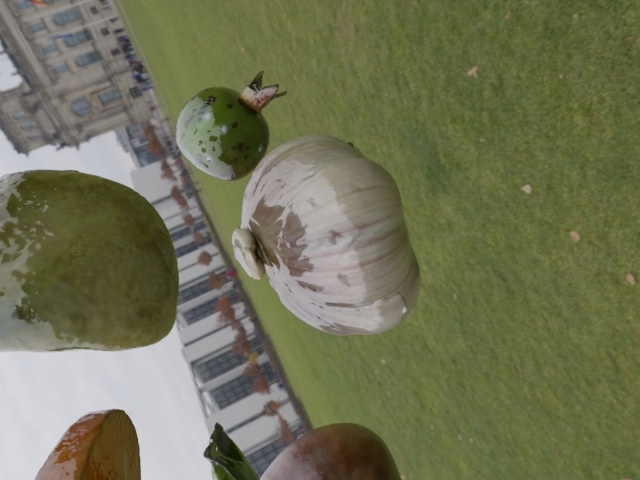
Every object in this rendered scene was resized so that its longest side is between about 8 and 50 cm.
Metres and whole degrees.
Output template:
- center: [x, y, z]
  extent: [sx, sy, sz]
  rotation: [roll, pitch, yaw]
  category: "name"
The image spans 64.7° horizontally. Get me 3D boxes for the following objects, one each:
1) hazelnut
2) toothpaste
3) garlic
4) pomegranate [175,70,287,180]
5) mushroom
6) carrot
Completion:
- center: [0.022, 0.557, 1.038]
  extent: [0.365, 0.366, 0.366]
  rotation: [61, 168, 22]
  category: "hazelnut"
- center: [-0.034, 0.271, 0.419]
  extent: [0.248, 0.047, 0.078]
  rotation: [63, 175, -1]
  category: "toothpaste"
- center: [0.016, -0.003, 0.742]
  extent: [0.322, 0.241, 0.322]
  rotation: [55, -170, -15]
  category: "garlic"
- center: [-0.261, -0.329, 1.424]
  extent: [0.323, 0.291, 0.290]
  rotation: [-54, 53, 35]
  category: "pomegranate"
- center: [-0.344, 0.016, 0.623]
  extent: [0.212, 0.292, 0.217]
  rotation: [-14, -72, -78]
  category: "mushroom"
- center: [-0.317, 0.378, 0.669]
  extent: [0.258, 0.100, 0.307]
  rotation: [95, 175, -49]
  category: "carrot"
